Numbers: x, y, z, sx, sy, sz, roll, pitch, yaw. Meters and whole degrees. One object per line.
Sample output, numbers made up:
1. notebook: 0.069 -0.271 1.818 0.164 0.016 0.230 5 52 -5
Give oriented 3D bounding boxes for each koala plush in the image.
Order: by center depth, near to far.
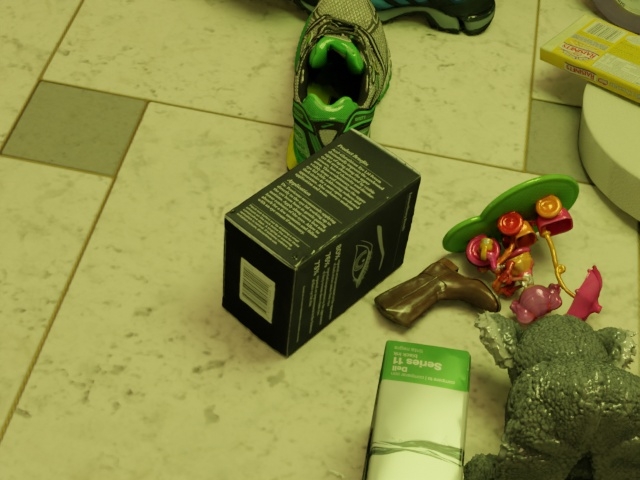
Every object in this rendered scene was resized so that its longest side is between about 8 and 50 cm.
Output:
1. koala plush: 0.248 0.154 1.126 0.196 0.203 0.221 6 35 -1

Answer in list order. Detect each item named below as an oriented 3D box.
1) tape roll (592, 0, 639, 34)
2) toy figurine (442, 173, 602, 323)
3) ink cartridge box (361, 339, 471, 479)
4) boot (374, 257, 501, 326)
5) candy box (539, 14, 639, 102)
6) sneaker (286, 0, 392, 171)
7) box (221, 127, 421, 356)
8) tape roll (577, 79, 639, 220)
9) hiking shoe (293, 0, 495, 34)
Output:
1. tape roll: 0.485 -0.398 1.632 0.189 0.189 0.080 26 50 16
2. toy figurine: 0.246 0.034 1.284 0.173 0.130 0.159 -22 61 3
3. ink cartridge box: 0.083 0.223 1.053 0.087 0.153 0.208 9 47 2
4. boot: 0.130 0.073 1.270 0.114 0.037 0.106 -28 44 -31
5. candy box: 0.403 -0.234 1.484 0.206 0.027 0.105 32 57 33
6. sneaker: 0.033 -0.225 1.454 0.134 0.146 0.343 5 47 -2
7. box: 0.000 0.000 1.244 0.108 0.153 0.207 36 53 24
8. tape roll: 0.529 -0.143 1.451 0.392 0.072 0.392 -3 43 3
9. hiking shoe: 0.108 -0.382 1.611 0.304 0.132 0.113 1 48 -5
